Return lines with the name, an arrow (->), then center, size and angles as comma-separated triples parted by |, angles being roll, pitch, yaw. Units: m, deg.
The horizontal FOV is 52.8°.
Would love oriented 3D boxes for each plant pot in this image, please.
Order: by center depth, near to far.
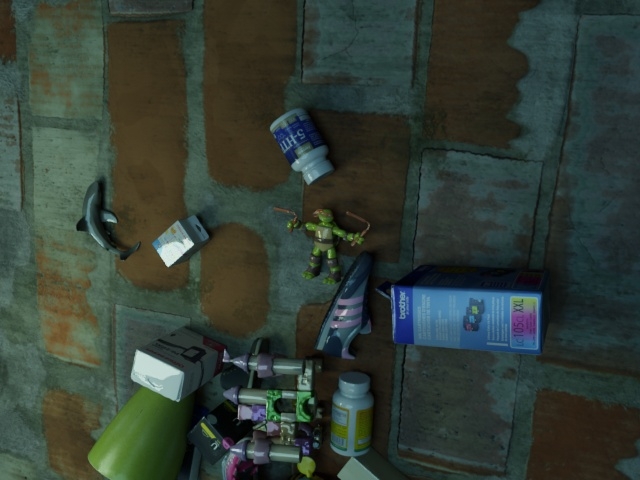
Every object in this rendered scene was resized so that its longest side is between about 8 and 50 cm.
plant pot -> -0.501, 0.560, 1.938 | 0.274, 0.275, 0.294 | 24, 83, 17

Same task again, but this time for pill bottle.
pill bottle -> -0.043, -0.248, 1.719 | 0.112, 0.112, 0.187 | -32, 86, 24
pill bottle -> 0.089, 0.478, 1.792 | 0.117, 0.117, 0.209 | 7, 102, 22

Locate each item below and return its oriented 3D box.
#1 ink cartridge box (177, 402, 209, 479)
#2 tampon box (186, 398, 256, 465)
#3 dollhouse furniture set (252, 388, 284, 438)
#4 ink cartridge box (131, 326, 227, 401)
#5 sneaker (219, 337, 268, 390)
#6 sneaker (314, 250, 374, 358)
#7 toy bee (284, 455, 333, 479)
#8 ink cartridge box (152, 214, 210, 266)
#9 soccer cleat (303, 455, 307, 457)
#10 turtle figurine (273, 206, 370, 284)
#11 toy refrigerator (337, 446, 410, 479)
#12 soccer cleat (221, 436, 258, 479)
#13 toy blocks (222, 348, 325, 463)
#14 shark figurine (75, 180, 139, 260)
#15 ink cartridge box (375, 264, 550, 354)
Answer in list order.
ink cartridge box -> -0.467, 0.673, 2.094 | 0.165, 0.065, 0.333 | 16, 105, 20
tampon box -> -0.297, 0.572, 1.948 | 0.120, 0.161, 0.101 | 45, 113, 9
dollhouse furniture set -> -0.184, 0.569, 1.926 | 0.161, 0.101, 0.182 | -36, 77, 32
ink cartridge box -> -0.417, 0.362, 1.918 | 0.171, 0.237, 0.100 | 20, 107, 18
sneaker -> -0.234, 0.377, 1.929 | 0.118, 0.083, 0.222 | 21, 108, 19
sneaker -> 0.097, 0.181, 1.755 | 0.131, 0.112, 0.319 | 24, 112, 0
toy bee -> -0.001, 0.729, 1.830 | 0.162, 0.298, 0.195 | -18, 113, -12
ink cartridge box -> -0.411, -0.003, 1.930 | 0.143, 0.090, 0.092 | -39, 84, 25
soccer cleat -> -0.069, 0.648, 1.940 | 0.083, 0.029, 0.036 | 45, 121, 13
turtle figurine -> 0.000, 0.000, 1.759 | 0.269, 0.087, 0.218 | 10, 111, 12
toy refrigerator -> 0.186, 0.700, 1.801 | 0.269, 0.102, 0.094 | 38, 111, 12
soccer cleat -> -0.248, 0.669, 1.916 | 0.143, 0.116, 0.331 | 43, 142, 36
toy blocks -> -0.144, 0.448, 1.774 | 0.259, 0.309, 0.289 | 0, 83, 13
shark figurine -> -0.710, -0.028, 2.042 | 0.166, 0.116, 0.278 | -34, 84, 26
ink cartridge box -> 0.335, 0.154, 1.544 | 0.395, 0.270, 0.151 | 0, 98, 23
